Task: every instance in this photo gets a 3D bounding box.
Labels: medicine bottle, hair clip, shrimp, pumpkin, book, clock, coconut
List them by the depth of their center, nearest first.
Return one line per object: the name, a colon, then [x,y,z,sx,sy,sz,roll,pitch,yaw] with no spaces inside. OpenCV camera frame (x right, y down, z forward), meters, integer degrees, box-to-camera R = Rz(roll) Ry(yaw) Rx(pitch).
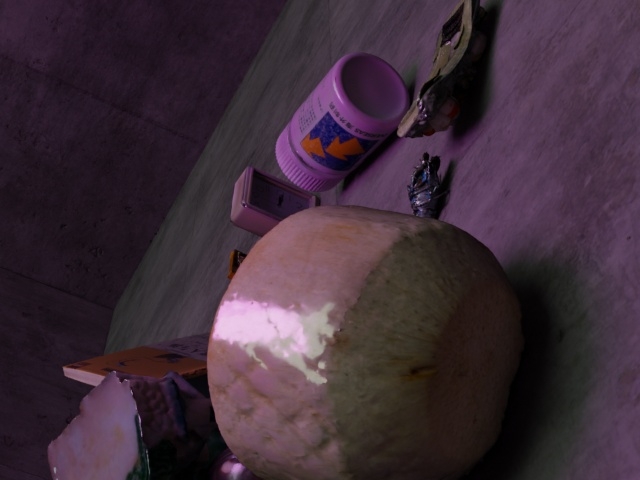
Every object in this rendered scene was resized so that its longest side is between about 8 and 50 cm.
coconut: [0.046,0.141,1.273,0.415,0.344,0.416,-25,41,24]
shrimp: [0.175,-0.063,1.642,0.082,0.076,0.174,22,-94,-67]
hair clip: [0.229,-0.292,1.705,0.321,0.091,0.138,-64,5,-33]
book: [-0.292,0.244,2.010,0.268,0.388,0.032,2,99,46]
medicine bottle: [0.040,-0.238,2.027,0.290,0.178,0.178,-43,29,51]
clock: [-0.101,-0.070,2.203,0.071,0.191,0.147,-53,22,35]
pumpkin: [-0.195,0.067,2.504,0.054,0.074,0.083,125,157,-43]

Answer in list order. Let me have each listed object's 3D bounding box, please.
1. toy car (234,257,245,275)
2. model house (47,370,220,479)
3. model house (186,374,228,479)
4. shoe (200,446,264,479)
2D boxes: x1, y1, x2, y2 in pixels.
toy car: [-0.123,0.102,2.208,0.090,0.108,0.209,-66,22,-6]
model house: [-0.290,0.385,1.757,0.298,0.284,0.243,-42,60,34]
model house: [-0.311,0.463,2.120,0.295,0.251,0.329,-92,22,-48]
shoe: [-0.156,0.528,1.648,0.384,0.171,0.237,-61,12,23]
